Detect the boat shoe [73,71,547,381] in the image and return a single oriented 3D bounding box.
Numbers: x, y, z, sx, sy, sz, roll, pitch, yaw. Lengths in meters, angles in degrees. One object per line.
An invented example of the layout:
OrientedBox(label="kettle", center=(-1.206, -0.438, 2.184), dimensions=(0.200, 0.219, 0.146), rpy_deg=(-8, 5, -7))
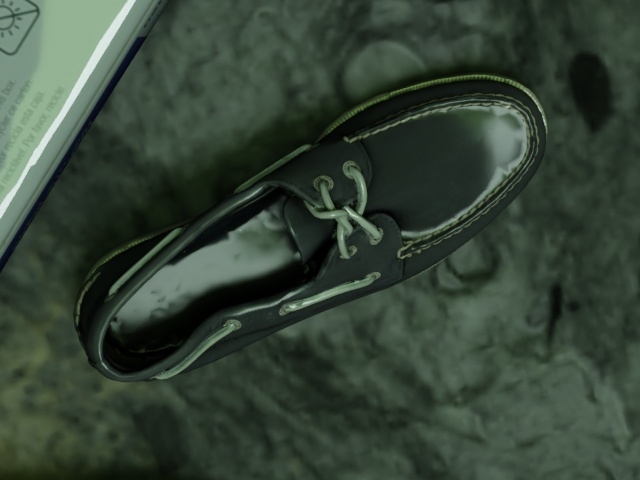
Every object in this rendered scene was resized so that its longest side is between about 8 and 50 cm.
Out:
OrientedBox(label="boat shoe", center=(0.000, 0.000, 0.505), dimensions=(0.206, 0.065, 0.075), rpy_deg=(-26, 103, 1))

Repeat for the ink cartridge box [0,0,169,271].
OrientedBox(label="ink cartridge box", center=(-0.186, -0.183, 0.446), dimensions=(0.330, 0.071, 0.324), rpy_deg=(33, 98, -6))
